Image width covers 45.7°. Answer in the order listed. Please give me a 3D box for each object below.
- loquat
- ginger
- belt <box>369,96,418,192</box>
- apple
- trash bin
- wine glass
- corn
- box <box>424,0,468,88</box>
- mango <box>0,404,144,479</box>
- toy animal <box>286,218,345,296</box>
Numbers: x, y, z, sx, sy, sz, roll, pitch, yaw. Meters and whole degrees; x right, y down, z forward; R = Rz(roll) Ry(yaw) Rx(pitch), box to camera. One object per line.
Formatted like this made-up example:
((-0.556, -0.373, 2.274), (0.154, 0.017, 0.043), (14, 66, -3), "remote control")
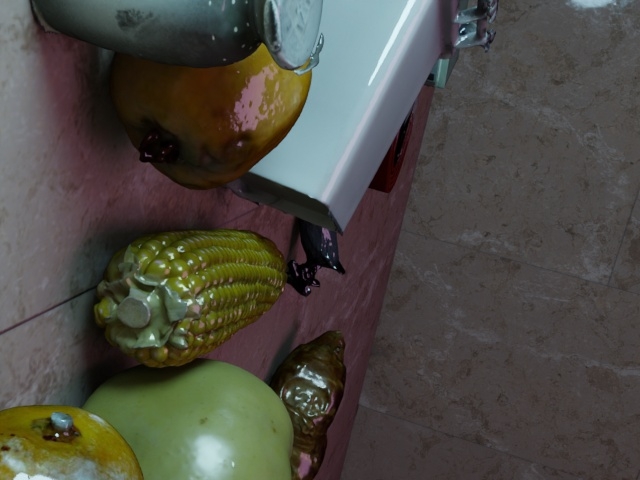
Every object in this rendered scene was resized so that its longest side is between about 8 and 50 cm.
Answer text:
((-0.100, -0.150, 0.712), (0.187, 0.176, 0.234), (69, 32, -43), "loquat")
((-0.034, 0.366, 1.652), (0.274, 0.152, 0.357), (-17, 124, -75), "ginger")
((0.147, -0.275, 1.742), (0.227, 0.115, 0.324), (-37, 140, -71), "belt")
((-0.147, 0.253, 0.807), (0.262, 0.262, 0.262), (16, 90, -78), "apple")
((0.031, -0.207, 0.969), (0.256, 0.296, 0.368), (58, 55, -75), "trash bin")
((-0.103, -0.185, 0.558), (0.111, 0.204, 0.111), (13, 90, -74), "wine glass")
((-0.135, 0.052, 0.876), (0.387, 0.144, 0.144), (-25, 129, -80), "corn")
((0.118, -0.386, 1.223), (0.225, 0.225, 0.117), (93, 18, -44), "box")
((-0.242, 0.293, 0.582), (0.384, 0.199, 0.221), (-65, 176, 20), "mango")
((0.003, -0.003, 1.452), (0.121, 0.117, 0.210), (-14, 121, -68), "toy animal")
